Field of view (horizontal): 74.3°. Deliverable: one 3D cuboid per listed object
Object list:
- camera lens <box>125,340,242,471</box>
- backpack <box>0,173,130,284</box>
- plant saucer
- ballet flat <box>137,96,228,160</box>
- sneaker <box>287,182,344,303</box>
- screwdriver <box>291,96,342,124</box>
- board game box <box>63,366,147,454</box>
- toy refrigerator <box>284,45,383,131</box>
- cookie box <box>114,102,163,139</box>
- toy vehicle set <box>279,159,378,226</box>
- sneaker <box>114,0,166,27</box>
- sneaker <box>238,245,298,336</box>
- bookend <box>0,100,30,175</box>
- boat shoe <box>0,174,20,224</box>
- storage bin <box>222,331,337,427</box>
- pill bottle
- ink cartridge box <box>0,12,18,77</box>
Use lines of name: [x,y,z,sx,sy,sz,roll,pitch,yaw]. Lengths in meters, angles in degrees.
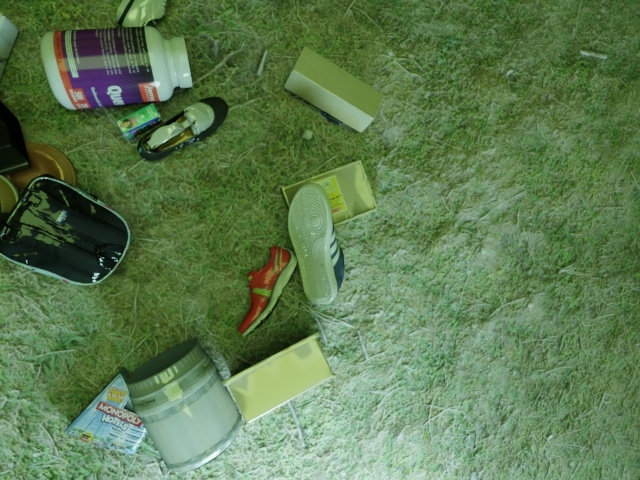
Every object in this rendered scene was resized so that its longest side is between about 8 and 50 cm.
camera lens: [-0.352,0.435,1.113,0.219,0.219,0.274,-26,98,-12]
backpack: [-0.614,-0.017,1.042,0.253,0.191,0.225,31,83,-26]
plant saucer: [-0.743,-0.157,1.090,0.200,0.037,0.200,0,92,-14]
ballet flat: [-0.368,-0.307,1.152,0.280,0.096,0.095,-38,100,-11]
sneaker: [0.000,0.000,1.219,0.131,0.148,0.350,4,110,22]
screwdriver: [-0.009,-0.398,1.285,0.170,0.024,0.025,28,55,-7]
board game box: [-0.544,0.459,1.147,0.194,0.060,0.194,30,85,-13]
toy refrigerator: [0.039,-0.440,1.249,0.269,0.094,0.102,26,66,-14]
cookie box: [-0.480,-0.316,1.125,0.107,0.092,0.040,-32,102,-11]
toy vehicle set: [0.029,-0.126,1.290,0.267,0.035,0.166,-21,97,-13]
sneaker: [-0.452,-0.654,1.136,0.095,0.090,0.235,33,87,-26]
sneaker: [-0.170,0.144,1.229,0.118,0.107,0.279,29,79,3]
bookend: [-0.776,-0.262,0.992,0.072,0.156,0.157,-22,73,-12]
boat shoe: [-0.936,0.013,0.963,0.500,0.156,0.187,-34,97,1]
storage bin: [-0.110,0.370,1.160,0.262,0.260,0.123,-26,80,-13]
pill bottle: [-0.500,-0.438,1.070,0.323,0.181,0.181,-10,94,-14]
ink cartridge box: [-0.866,-0.463,1.021,0.158,0.092,0.218,19,89,-14]
